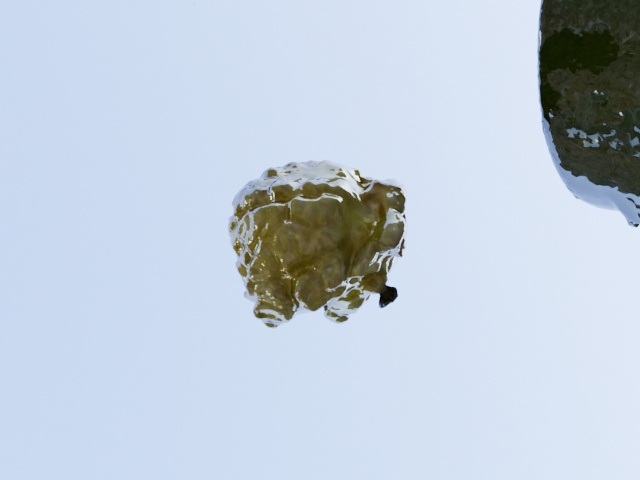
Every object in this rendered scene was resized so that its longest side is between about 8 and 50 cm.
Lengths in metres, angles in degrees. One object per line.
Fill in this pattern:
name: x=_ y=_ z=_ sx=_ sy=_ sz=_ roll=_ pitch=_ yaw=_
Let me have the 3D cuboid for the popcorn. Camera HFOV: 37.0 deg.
popcorn: x=0.000 y=0.000 z=0.837 sx=0.170 sy=0.180 sz=0.180 roll=42 pitch=-84 yaw=8

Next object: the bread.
bread: x=0.337 y=-0.193 z=0.903 sx=0.366 sy=0.129 sz=0.382 roll=29 pitch=-106 yaw=-51
